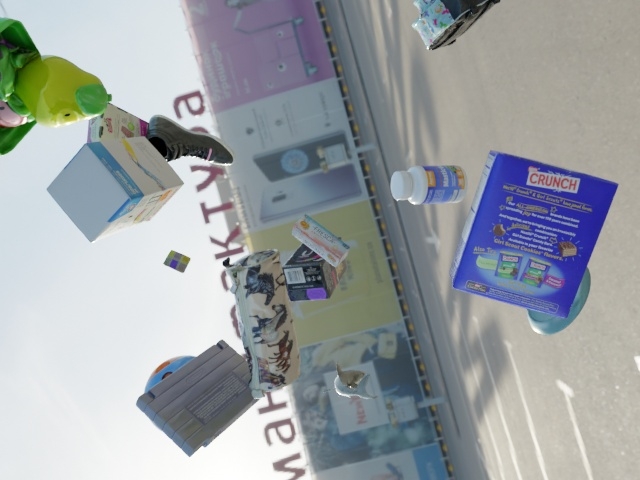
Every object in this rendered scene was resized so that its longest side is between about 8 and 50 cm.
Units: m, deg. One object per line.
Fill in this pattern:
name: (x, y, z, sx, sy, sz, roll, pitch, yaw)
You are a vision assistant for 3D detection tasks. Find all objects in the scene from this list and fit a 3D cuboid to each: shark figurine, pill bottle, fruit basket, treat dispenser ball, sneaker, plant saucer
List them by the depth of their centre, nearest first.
fruit basket: (-0.729, -0.359, 1.381, 0.282, 0.392, 0.392, -56, -24, -16)
sneaker: (-0.419, -0.282, 1.784, 0.104, 0.296, 0.146, -56, 17, 38)
shark figurine: (0.083, 0.455, 1.862, 0.278, 0.166, 0.116, 144, 115, -86)
treat dispenser ball: (-0.488, 0.558, 2.032, 0.288, 0.288, 0.288, -15, -90, -85)
plant saucer: (0.883, 0.205, 2.133, 0.317, 0.044, 0.317, -59, 11, 19)
pill bottle: (0.421, -0.218, 2.207, 0.152, 0.272, 0.152, 177, 90, -71)

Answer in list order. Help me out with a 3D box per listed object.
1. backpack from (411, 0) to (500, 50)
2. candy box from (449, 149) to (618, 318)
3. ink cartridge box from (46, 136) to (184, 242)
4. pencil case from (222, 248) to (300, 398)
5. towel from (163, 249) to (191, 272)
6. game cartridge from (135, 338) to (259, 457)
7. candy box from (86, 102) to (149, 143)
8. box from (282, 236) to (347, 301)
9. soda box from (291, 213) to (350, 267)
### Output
backpack: (0.406, -0.722, 1.763, 0.191, 0.225, 0.253, 54, 161, 5)
candy box: (0.465, -0.018, 1.264, 0.122, 0.268, 0.317, -67, -8, -74)
ink cartridge box: (-0.489, -0.131, 1.373, 0.168, 0.171, 0.233, 50, -157, 0)
pencil case: (-0.168, 0.238, 1.631, 0.184, 0.160, 0.410, -19, -77, -43)
towel: (-0.476, 0.070, 1.878, 0.083, 0.060, 0.009, 32, 176, -40)
game cartridge: (-0.333, 0.456, 1.670, 0.230, 0.068, 0.355, 41, -144, 14)
candy box: (-0.611, -0.316, 1.774, 0.233, 0.071, 0.159, 25, -125, -52)
box: (-0.016, 0.104, 2.142, 0.270, 0.165, 0.143, -52, -47, -62)
soda box: (0.000, 0.000, 1.753, 0.183, 0.063, 0.058, 37, 149, 11)
